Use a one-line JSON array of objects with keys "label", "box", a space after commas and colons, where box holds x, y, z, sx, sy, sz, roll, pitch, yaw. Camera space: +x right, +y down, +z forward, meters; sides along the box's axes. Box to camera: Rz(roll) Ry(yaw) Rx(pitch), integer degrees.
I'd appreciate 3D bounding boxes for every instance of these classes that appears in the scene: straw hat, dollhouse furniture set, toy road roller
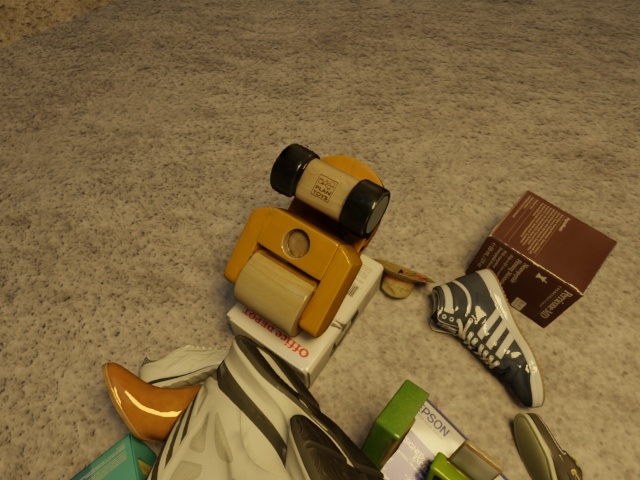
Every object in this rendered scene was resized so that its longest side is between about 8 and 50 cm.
[{"label": "straw hat", "box": [0.171, 0.093, 0.931, 0.144, 0.144, 0.061, 20, 99, 12]}, {"label": "dollhouse furniture set", "box": [0.104, 0.380, 0.566, 0.197, 0.151, 0.301, 34, 43, 22]}, {"label": "toy road roller", "box": [0.000, 0.000, 0.807, 0.202, 0.240, 0.330, 30, 97, 18]}]

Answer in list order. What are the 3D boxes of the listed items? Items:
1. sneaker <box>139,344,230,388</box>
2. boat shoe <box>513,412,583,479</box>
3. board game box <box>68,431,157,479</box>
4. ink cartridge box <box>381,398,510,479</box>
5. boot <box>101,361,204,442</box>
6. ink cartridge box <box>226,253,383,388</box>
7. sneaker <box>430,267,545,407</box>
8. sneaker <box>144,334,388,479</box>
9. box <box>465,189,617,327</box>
[{"label": "sneaker", "box": [-0.231, 0.241, 0.823, 0.234, 0.090, 0.095, -9, 42, -11]}, {"label": "boat shoe", "box": [0.411, 0.408, 0.726, 0.068, 0.081, 0.228, -11, 65, -11]}, {"label": "board game box", "box": [-0.318, 0.473, 0.561, 0.253, 0.079, 0.336, -37, 34, -14]}, {"label": "ink cartridge box", "box": [0.170, 0.470, 0.688, 0.307, 0.072, 0.303, -35, 63, -24]}, {"label": "boot", "box": [-0.207, 0.275, 0.738, 0.211, 0.104, 0.295, -36, 97, -14]}, {"label": "ink cartridge box", "box": [-0.026, 0.127, 0.877, 0.198, 0.115, 0.273, 31, 61, 18]}, {"label": "sneaker", "box": [0.317, 0.201, 0.847, 0.153, 0.099, 0.282, -13, 61, -3]}, {"label": "sneaker", "box": [-0.072, 0.336, 0.523, 0.257, 0.169, 0.447, -51, 35, -5]}, {"label": "box", "box": [0.462, 0.039, 0.911, 0.203, 0.168, 0.167, 38, 64, 22]}]
